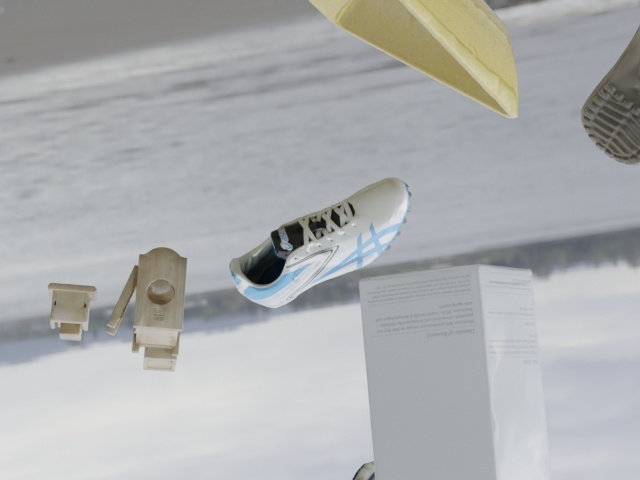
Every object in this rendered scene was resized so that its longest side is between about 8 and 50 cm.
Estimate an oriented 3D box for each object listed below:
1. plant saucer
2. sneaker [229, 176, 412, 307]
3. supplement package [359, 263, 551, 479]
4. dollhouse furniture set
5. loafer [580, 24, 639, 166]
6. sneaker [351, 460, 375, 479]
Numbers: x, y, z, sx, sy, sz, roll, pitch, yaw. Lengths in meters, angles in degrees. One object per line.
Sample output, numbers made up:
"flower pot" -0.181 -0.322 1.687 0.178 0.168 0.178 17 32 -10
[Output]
"plant saucer" 0.047 -0.291 1.532 0.333 0.081 0.333 36 180 43
"sneaker" 0.000 0.000 1.674 0.237 0.085 0.086 -32 144 17
"supplement package" 0.104 0.113 1.105 0.105 0.179 0.105 -9 172 30
"dollhouse furniture set" -0.250 0.083 1.774 0.161 0.101 0.182 5 158 -7
"loafer" 0.301 -0.163 1.143 0.092 0.102 0.268 -48 180 -36
"sneaker" 0.093 0.296 1.582 0.110 0.107 0.275 24 -155 24
